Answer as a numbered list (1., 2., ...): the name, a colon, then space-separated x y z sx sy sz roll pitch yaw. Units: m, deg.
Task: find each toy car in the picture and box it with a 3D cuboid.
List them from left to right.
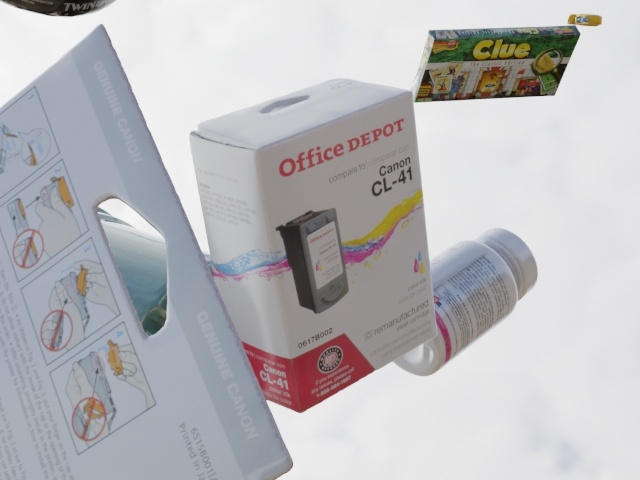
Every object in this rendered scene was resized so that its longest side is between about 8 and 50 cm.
1. toy car: 0.199 -0.225 0.947 0.122 0.040 0.060 15 -85 -23

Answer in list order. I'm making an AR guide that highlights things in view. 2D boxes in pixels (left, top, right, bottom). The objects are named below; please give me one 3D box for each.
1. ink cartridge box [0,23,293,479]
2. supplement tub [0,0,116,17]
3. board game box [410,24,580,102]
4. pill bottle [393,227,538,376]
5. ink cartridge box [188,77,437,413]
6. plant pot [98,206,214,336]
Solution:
1. ink cartridge box: -0.148 0.059 0.603 0.239 0.275 0.060 -33 -24 16
2. supplement tub: -0.212 -0.358 0.968 0.194 0.193 0.316 5 -29 -25
3. board game box: 0.283 -0.287 1.811 0.260 0.030 0.136 -5 -42 -16
4. pill bottle: 0.235 0.098 1.907 0.283 0.160 0.160 -32 -27 -32
5. ink cartridge box: 0.000 0.000 1.227 0.226 0.131 0.306 -25 -61 -34
6. plant pot: -0.248 0.128 1.426 0.334 0.341 0.341 10 -19 40
